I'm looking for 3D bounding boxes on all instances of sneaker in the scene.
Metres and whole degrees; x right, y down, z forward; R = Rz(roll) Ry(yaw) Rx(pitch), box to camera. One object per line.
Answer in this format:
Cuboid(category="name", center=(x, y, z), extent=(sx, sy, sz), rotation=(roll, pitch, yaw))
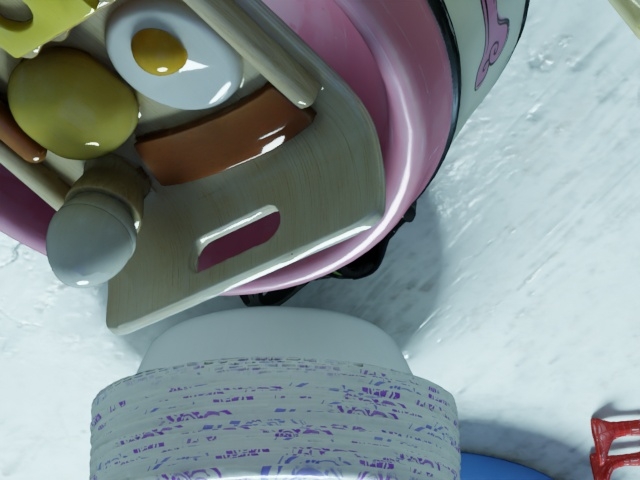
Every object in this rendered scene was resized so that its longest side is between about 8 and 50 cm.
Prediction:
Cuboid(category="sneaker", center=(0.000, 0.000, 1.422), extent=(0.067, 0.078, 0.188), rotation=(28, 132, -32))

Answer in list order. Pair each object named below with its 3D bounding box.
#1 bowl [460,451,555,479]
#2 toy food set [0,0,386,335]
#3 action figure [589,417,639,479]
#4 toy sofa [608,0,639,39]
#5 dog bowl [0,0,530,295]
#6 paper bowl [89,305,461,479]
Cuboid(category="bowl", center=(0.082, 0.325, 1.803), extent=(0.391, 0.077, 0.391), rotation=(-2, 139, -2))
Cuboid(category="toy food set", center=(-0.142, -0.078, 1.025), extent=(0.220, 0.092, 0.306), rotation=(-24, 126, 38))
Cuboid(category="action figure", center=(0.379, 0.205, 1.651), extent=(0.280, 0.139, 0.091), rotation=(-8, 140, 1))
Cuboid(category="toy sofa", center=(0.252, -0.272, 0.970), extent=(0.362, 0.150, 0.177), rotation=(-45, 133, 16))
Cuboid(category="dog bowl", center=(-0.090, -0.130, 1.136), extent=(0.408, 0.150, 0.408), rotation=(10, 140, 9))
Cuboid(category="paper bowl", center=(-0.035, 0.145, 1.499), extent=(0.284, 0.148, 0.284), rotation=(-1, 159, -1))
